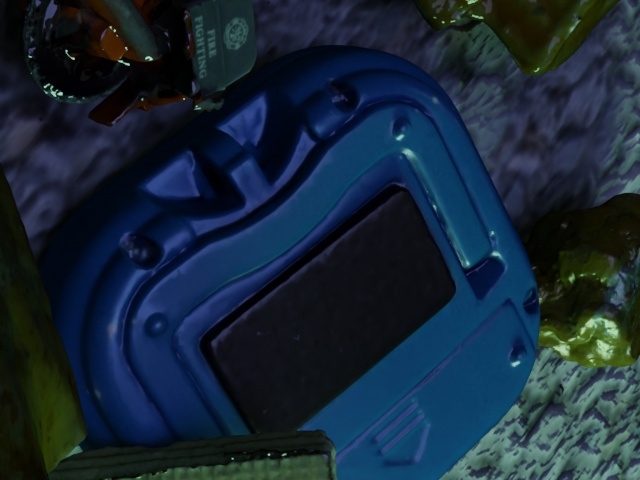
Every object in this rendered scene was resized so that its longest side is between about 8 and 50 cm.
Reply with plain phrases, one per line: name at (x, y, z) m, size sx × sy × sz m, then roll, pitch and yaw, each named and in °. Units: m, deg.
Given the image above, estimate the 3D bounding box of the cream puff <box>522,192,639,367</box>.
cream puff at (0.201, 0.031, 1.262) m, size 0.146 × 0.116 × 0.146 m, roll 7°, pitch 90°, yaw -67°

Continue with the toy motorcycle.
toy motorcycle at (-0.098, -0.237, 0.944) m, size 0.221 × 0.148 × 0.326 m, roll -27°, pitch 126°, yaw -35°

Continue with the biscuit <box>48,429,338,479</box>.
biscuit at (-0.107, 0.194, 1.004) m, size 0.252 × 0.052 × 0.150 m, roll -7°, pitch 112°, yaw 6°

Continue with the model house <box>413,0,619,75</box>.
model house at (0.154, -0.230, 1.128) m, size 0.239 × 0.173 × 0.268 m, roll -43°, pitch 123°, yaw -22°

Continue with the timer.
timer at (-0.010, 0.055, 1.095) m, size 0.340 × 0.115 × 0.309 m, roll -39°, pitch 117°, yaw -20°

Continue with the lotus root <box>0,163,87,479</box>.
lotus root at (-0.273, 0.011, 0.815) m, size 0.250 × 0.250 × 0.346 m, roll -26°, pitch 109°, yaw -30°
